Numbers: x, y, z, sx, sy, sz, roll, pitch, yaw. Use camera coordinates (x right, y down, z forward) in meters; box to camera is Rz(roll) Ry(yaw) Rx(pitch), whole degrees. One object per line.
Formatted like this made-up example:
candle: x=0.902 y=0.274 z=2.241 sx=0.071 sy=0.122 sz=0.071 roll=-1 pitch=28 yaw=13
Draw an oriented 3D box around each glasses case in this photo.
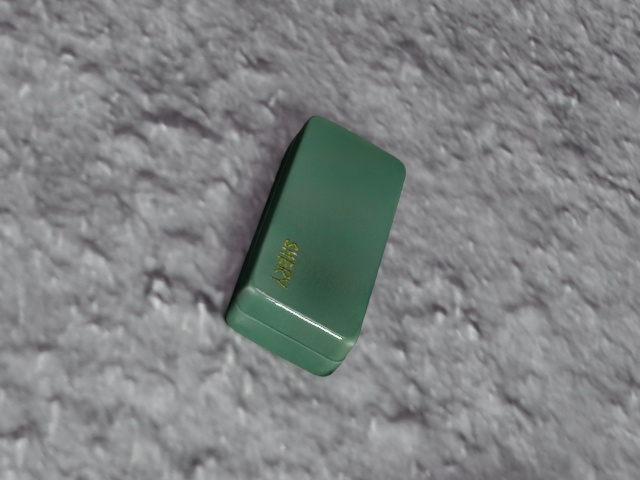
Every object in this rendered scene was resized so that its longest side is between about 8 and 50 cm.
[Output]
glasses case: x=0.000 y=0.000 z=1.167 sx=0.078 sy=0.039 sz=0.184 roll=29 pitch=40 yaw=-9
